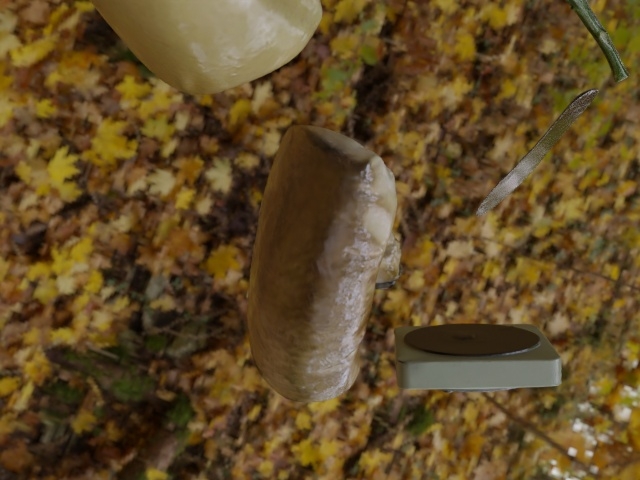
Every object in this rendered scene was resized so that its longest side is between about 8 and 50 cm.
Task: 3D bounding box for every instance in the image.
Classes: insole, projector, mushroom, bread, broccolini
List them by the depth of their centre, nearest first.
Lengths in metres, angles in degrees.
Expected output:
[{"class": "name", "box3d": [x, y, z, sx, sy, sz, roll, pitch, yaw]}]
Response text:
[{"class": "bread", "box3d": [-0.173, -0.358, 1.116, 0.253, 0.348, 0.376, -36, 149, 1]}, {"class": "broccolini", "box3d": [0.336, -0.306, 1.223, 0.054, 0.239, 0.051, -42, -160, -10]}, {"class": "mushroom", "box3d": [-0.018, 0.028, 1.328, 0.397, 0.224, 0.313, 83, 30, -65]}, {"class": "insole", "box3d": [0.355, -0.140, 1.557, 0.109, 0.007, 0.322, -22, 157, -40]}, {"class": "projector", "box3d": [0.256, 0.200, 1.576, 0.257, 0.259, 0.079, -65, 153, -81]}]
